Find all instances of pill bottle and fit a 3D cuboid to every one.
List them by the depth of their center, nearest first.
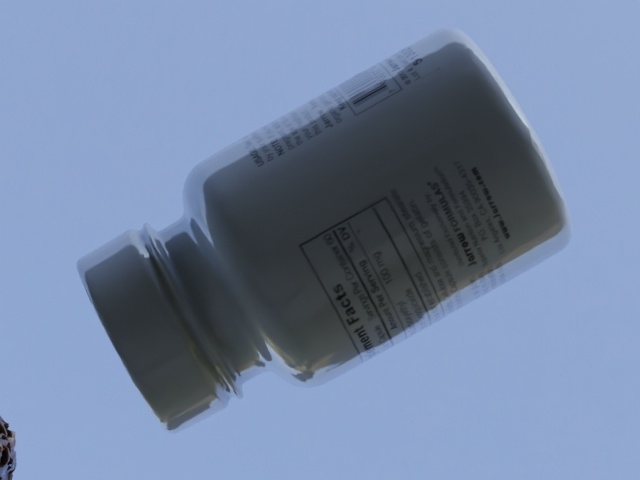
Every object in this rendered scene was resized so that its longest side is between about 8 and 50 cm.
[{"bbox_3d":[0.000,0.000,1.008,0.229,0.131,0.131,-29,-72,-2],"label":"pill bottle"}]

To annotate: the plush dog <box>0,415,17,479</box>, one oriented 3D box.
[{"bbox_3d":[-0.310,0.135,1.219,0.225,0.210,0.262,43,-62,-15],"label":"plush dog"}]
